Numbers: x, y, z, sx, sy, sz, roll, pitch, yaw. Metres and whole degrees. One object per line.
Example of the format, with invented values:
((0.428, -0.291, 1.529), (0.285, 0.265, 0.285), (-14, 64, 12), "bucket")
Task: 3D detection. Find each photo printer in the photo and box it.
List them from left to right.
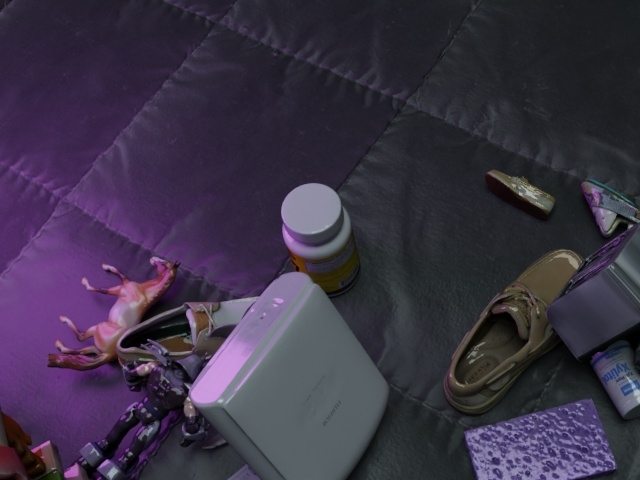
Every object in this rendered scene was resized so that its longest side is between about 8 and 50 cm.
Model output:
((-0.027, 0.240, 1.382), (0.107, 0.308, 0.256), (7, 49, 46), "photo printer")

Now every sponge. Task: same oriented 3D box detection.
((0.336, 0.326, 1.421), (0.210, 0.031, 0.117), (-15, 58, 0), "sponge")

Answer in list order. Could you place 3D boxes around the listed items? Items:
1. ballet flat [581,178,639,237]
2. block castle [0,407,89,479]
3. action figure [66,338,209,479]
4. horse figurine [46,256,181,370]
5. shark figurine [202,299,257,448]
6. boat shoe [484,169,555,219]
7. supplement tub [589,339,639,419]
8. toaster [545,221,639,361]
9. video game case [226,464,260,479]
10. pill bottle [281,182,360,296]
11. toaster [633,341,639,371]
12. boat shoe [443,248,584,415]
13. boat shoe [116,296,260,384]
((0.534, -0.028, 1.580), (0.221, 0.077, 0.079), (31, 88, 24), "ballet flat")
((-0.435, 0.437, 1.231), (0.303, 0.453, 0.213), (-30, 47, -3), "block castle")
((-0.281, 0.285, 1.480), (0.185, 0.099, 0.285), (39, 85, 28), "action figure")
((-0.372, 0.135, 1.639), (0.174, 0.066, 0.263), (14, 60, 24), "horse figurine")
((-0.131, 0.195, 1.510), (0.116, 0.278, 0.166), (12, 22, 2), "shark figurine")
((0.359, -0.089, 1.657), (0.135, 0.050, 0.045), (36, 67, 16), "boat shoe")
((0.476, 0.216, 1.438), (0.071, 0.071, 0.107), (-22, 57, -4), "supplement tub")
((0.451, 0.076, 1.400), (0.110, 0.185, 0.168), (48, 45, 2), "toaster")
((-0.091, 0.417, 1.430), (0.157, 0.019, 0.143), (-35, 60, -26), "video game case")
((0.000, 0.000, 1.569), (0.119, 0.208, 0.119), (-4, 58, 7), "pill bottle")
((0.575, 0.164, 1.386), (0.227, 0.129, 0.146), (38, 61, -11), "toaster")
((0.326, 0.133, 1.490), (0.121, 0.110, 0.341), (32, 70, 25), "boat shoe")
((-0.198, 0.161, 1.569), (0.302, 0.103, 0.113), (-21, 58, -3), "boat shoe")
